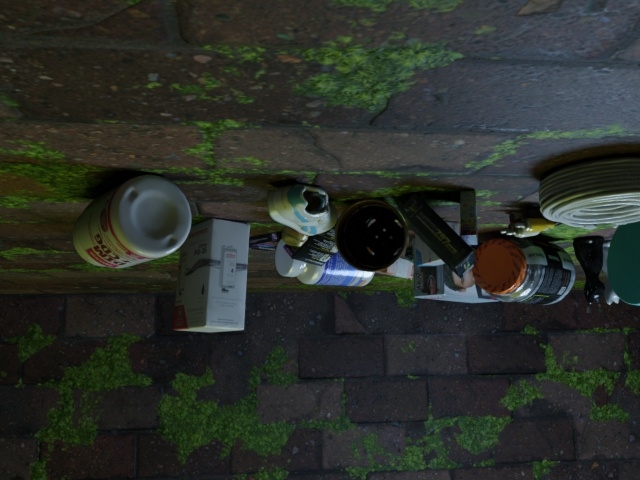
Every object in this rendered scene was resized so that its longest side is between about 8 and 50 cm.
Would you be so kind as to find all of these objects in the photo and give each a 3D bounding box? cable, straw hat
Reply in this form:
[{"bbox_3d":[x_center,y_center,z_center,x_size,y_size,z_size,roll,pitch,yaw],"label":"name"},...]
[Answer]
[{"bbox_3d":[0.563,-0.093,1.247,0.257,0.089,0.257,5,168,-29],"label":"cable"},{"bbox_3d":[-0.059,-0.018,1.496,0.145,0.061,0.144,22,-168,-5],"label":"straw hat"},{"bbox_3d":[0.590,-0.042,1.586,0.287,0.072,0.139,0,176,-6],"label":"cable"}]

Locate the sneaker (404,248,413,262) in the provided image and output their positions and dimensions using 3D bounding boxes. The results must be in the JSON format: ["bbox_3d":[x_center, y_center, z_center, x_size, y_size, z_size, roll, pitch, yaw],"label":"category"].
[{"bbox_3d":[0.327,0.064,2.120,0.076,0.064,0.166,13,-174,-12],"label":"sneaker"}]

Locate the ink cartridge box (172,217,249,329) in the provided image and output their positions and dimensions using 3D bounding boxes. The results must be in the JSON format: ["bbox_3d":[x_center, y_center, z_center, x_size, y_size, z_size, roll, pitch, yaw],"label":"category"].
[{"bbox_3d":[-0.291,0.098,1.694,0.117,0.282,0.207,10,165,-34],"label":"ink cartridge box"}]

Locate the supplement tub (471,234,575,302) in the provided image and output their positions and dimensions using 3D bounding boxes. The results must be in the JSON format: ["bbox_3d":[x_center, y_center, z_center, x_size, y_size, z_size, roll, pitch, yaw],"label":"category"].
[{"bbox_3d":[0.624,0.092,1.967,0.207,0.207,0.338,-10,167,42],"label":"supplement tub"}]

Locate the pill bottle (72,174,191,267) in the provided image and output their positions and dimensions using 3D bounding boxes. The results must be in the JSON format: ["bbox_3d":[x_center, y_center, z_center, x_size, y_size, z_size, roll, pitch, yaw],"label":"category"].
[{"bbox_3d":[-0.397,-0.028,1.304,0.160,0.160,0.283,7,168,-37],"label":"pill bottle"}]

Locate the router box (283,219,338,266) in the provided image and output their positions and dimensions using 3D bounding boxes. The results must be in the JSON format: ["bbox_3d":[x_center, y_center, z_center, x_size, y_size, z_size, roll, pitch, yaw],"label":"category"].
[{"bbox_3d":[0.000,0.000,1.645,0.133,0.046,0.179,-44,156,12],"label":"router box"}]

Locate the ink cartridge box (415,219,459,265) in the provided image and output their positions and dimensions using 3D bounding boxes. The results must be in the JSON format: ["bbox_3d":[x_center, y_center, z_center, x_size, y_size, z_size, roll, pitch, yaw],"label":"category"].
[{"bbox_3d":[0.330,0.009,1.755,0.062,0.104,0.181,2,170,-19],"label":"ink cartridge box"}]

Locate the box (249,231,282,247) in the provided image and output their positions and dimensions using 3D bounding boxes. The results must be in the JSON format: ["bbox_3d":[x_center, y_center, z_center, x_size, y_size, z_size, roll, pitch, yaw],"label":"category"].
[{"bbox_3d":[-0.142,0.005,1.910,0.162,0.029,0.116,-8,168,41],"label":"box"}]

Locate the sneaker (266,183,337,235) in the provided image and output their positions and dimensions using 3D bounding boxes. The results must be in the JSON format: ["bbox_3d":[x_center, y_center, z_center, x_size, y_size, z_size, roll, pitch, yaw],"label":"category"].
[{"bbox_3d":[-0.016,-0.064,1.360,0.092,0.087,0.229,-11,169,29],"label":"sneaker"}]

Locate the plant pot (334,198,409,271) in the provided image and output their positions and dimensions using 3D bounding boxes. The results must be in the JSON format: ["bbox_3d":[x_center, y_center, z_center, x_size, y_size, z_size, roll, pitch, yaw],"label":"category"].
[{"bbox_3d":[0.134,-0.010,1.511,0.167,0.166,0.165,-4,178,16],"label":"plant pot"}]

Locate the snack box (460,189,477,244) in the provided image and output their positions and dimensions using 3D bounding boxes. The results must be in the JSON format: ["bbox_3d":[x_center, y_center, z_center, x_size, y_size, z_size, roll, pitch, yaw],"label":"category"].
[{"bbox_3d":[0.334,-0.049,1.434,0.037,0.100,0.141,-3,171,14],"label":"snack box"}]

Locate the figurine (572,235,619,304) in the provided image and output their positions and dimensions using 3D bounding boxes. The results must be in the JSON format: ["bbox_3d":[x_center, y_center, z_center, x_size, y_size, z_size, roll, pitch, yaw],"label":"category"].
[{"bbox_3d":[0.902,0.102,2.044,0.215,0.209,0.092,7,168,-39],"label":"figurine"}]

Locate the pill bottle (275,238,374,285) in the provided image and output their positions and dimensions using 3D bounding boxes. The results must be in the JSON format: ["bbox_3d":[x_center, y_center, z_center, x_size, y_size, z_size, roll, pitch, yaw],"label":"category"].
[{"bbox_3d":[0.014,0.053,1.847,0.272,0.152,0.152,5,168,-31],"label":"pill bottle"}]

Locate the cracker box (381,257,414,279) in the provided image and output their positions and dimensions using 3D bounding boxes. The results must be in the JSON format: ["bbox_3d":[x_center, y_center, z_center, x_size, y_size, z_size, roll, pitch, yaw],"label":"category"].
[{"bbox_3d":[0.206,0.079,2.157,0.156,0.067,0.232,10,178,31],"label":"cracker box"}]

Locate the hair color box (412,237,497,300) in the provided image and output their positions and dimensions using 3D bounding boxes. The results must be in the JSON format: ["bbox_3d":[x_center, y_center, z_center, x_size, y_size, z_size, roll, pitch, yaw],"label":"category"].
[{"bbox_3d":[0.441,0.098,2.043,0.114,0.185,0.375,-9,167,40],"label":"hair color box"}]

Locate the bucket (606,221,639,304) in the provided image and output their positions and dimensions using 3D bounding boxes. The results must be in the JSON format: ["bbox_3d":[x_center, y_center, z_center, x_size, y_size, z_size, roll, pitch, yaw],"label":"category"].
[{"bbox_3d":[0.897,0.057,1.652,0.183,0.281,0.281,5,169,-10],"label":"bucket"}]

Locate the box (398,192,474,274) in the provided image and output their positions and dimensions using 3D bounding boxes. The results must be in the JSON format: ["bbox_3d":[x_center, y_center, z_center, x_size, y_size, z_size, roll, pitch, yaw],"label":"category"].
[{"bbox_3d":[0.274,-0.006,1.472,0.059,0.183,0.233,-44,162,3],"label":"box"}]
